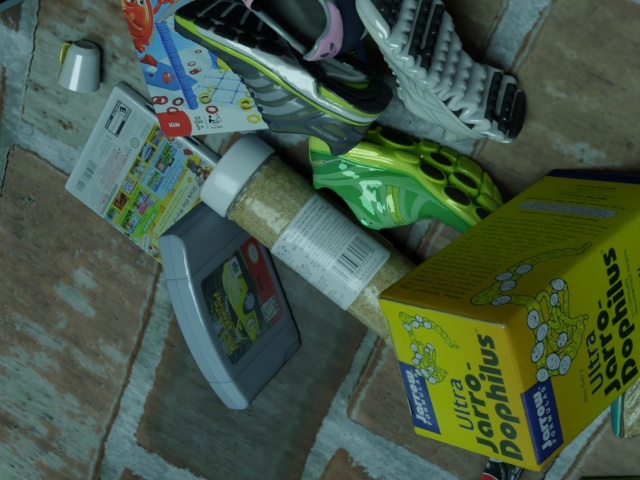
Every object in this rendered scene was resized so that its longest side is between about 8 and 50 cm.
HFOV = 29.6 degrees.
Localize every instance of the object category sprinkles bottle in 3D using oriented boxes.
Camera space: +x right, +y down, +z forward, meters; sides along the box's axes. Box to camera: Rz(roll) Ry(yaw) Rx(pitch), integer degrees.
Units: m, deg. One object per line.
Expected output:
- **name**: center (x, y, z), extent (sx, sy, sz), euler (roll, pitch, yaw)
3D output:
- **sprinkles bottle**: center (0.000, 0.000, 1.712), extent (0.355, 0.121, 0.121), euler (38, 128, 2)

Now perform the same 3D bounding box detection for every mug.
- **mug**: center (-0.359, -0.261, 1.786), extent (0.078, 0.062, 0.064), euler (20, 117, 8)

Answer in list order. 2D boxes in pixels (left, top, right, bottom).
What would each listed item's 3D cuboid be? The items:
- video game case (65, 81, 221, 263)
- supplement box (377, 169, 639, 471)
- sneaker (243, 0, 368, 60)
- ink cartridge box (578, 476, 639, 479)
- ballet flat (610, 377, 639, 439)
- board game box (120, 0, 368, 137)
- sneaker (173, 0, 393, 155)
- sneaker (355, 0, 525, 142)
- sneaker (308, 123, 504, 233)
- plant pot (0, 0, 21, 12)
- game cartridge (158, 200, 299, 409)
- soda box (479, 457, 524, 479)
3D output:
- **video game case**: center (-0.270, -0.098, 1.856), extent (0.206, 0.026, 0.227), euler (38, 127, 3)
- **supplement box**: center (0.271, 0.080, 1.446), extent (0.195, 0.356, 0.194), euler (9, 124, 47)
- **sneaker**: center (-0.077, -0.340, 1.437), extent (0.319, 0.131, 0.112), euler (41, 128, 0)
- **ink cartridge box**: center (0.428, 0.499, 1.740), extent (0.097, 0.189, 0.255), euler (-7, 114, 29)
- **ballet flat**: center (0.428, 0.176, 1.642), extent (0.067, 0.073, 0.206), euler (-7, 120, 0)
- **board game box**: center (-0.110, -0.301, 1.615), extent (0.308, 0.086, 0.302), euler (-3, 116, 28)
- **sneaker**: center (-0.062, -0.204, 1.528), extent (0.300, 0.111, 0.121), euler (32, 131, 10)
- **sneaker**: center (0.128, -0.210, 1.489), extent (0.118, 0.110, 0.292), euler (-6, 143, 45)
- **sneaker**: center (0.115, -0.069, 1.632), extent (0.295, 0.109, 0.124), euler (26, 129, 23)
- **plant pot**: center (-0.582, -0.393, 1.717), extent (0.252, 0.248, 0.247), euler (-12, 113, 49)
- **game cartridge**: center (-0.133, 0.090, 1.787), extent (0.060, 0.196, 0.294), euler (-4, 116, 37)
- **soda box**: center (0.270, 0.357, 1.820), extent (0.053, 0.060, 0.169), euler (26, 126, 13)
